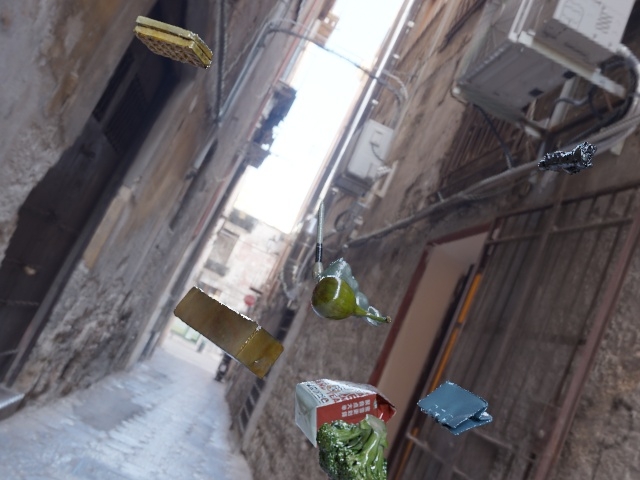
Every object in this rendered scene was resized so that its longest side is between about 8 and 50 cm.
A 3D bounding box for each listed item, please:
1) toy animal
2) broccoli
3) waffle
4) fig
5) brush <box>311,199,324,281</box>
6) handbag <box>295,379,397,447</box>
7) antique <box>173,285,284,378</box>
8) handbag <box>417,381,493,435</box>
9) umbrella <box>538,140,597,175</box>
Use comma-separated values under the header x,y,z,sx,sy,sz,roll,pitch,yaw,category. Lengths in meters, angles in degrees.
x,y,z,sx,sy,sz,roll,pitch,yaw,category
0.083,0.178,1.768,0.108,0.138,0.236,-40,-105,50,toy animal
0.059,0.373,1.007,0.145,0.138,0.162,37,14,19,broccoli
-0.311,-0.419,1.223,0.148,0.042,0.102,21,-5,14,waffle
0.088,0.184,1.627,0.236,0.124,0.124,21,-11,-8,fig
0.000,0.000,2.026,0.042,0.299,0.039,0,-18,14,brush
0.079,0.517,1.814,0.298,0.151,0.171,-7,15,-24,handbag
-0.212,0.194,1.272,0.310,0.087,0.093,18,-25,49,antique
0.402,0.509,1.749,0.057,0.144,0.221,71,-15,-12,handbag
0.729,-0.230,1.704,0.071,0.080,0.224,19,-5,-13,umbrella
